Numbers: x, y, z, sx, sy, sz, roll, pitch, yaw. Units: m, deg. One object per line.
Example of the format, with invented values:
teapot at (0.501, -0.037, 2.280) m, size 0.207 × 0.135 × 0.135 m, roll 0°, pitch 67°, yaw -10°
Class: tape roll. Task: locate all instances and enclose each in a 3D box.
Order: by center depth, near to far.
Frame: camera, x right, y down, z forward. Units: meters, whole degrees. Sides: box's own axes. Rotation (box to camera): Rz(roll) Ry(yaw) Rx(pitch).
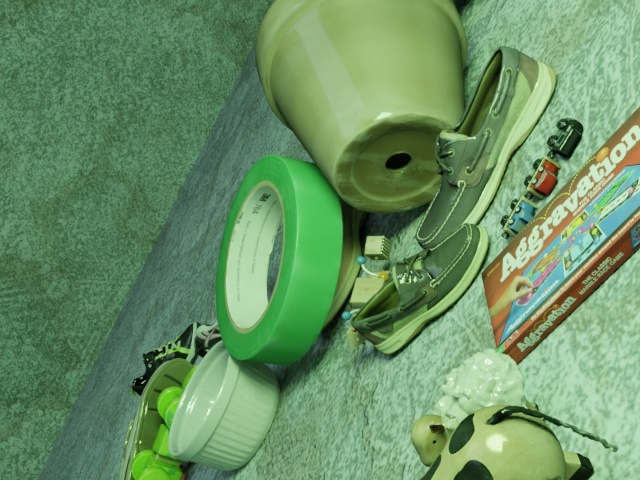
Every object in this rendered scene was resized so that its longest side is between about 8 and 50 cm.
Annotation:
tape roll at (-0.071, 0.030, 1.459) m, size 0.321 × 0.077 × 0.321 m, roll -37°, pitch 49°, yaw 57°

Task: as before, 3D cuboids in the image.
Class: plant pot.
plant pot at (0.082, -0.202, 1.364) m, size 0.323 × 0.323 × 0.280 m, roll -49°, pitch 37°, yaw 33°

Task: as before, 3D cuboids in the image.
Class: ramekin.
ramekin at (-0.154, 0.278, 1.543) m, size 0.207 × 0.109 × 0.207 m, roll -52°, pitch 19°, yaw 26°

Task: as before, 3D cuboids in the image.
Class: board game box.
board game box at (0.268, -0.013, 0.951) m, size 0.281 × 0.027 × 0.145 m, roll -51°, pitch 19°, yaw 29°

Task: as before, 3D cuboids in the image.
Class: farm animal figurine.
farm animal figurine at (0.097, 0.264, 0.758) m, size 0.326 × 0.172 × 0.330 m, roll -59°, pitch 18°, yaw 6°

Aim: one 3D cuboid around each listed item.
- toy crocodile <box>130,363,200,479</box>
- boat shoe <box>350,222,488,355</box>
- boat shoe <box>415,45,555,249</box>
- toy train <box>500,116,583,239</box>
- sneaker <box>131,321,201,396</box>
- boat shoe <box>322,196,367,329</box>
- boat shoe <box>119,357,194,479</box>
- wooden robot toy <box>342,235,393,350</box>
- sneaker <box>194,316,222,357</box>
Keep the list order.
toy crocodile at (-0.274, 0.387, 1.750) m, size 0.340 × 0.105 × 0.115 m, roll -67°, pitch 18°, yaw -4°
boat shoe at (0.119, 0.057, 1.177) m, size 0.223 × 0.073 × 0.080 m, roll -50°, pitch 21°, yaw 32°
boat shoe at (0.192, -0.116, 1.208) m, size 0.285 × 0.092 × 0.103 m, roll -59°, pitch 19°, yaw 9°
toy train at (0.254, -0.069, 1.077) m, size 0.158 × 0.027 × 0.036 m, roll -60°, pitch 28°, yaw 2°
sneaker at (-0.351, 0.273, 2.115) m, size 0.234 × 0.097 × 0.084 m, roll -56°, pitch 19°, yaw 16°
boat shoe at (0.000, 0.000, 1.534) m, size 0.121 × 0.110 × 0.341 m, roll -43°, pitch 25°, yaw 46°
boat shoe at (-0.341, 0.381, 1.899) m, size 0.103 × 0.113 × 0.302 m, roll -27°, pitch 38°, yaw 51°
wooden robot toy at (0.090, 0.074, 1.292) m, size 0.079 × 0.076 × 0.173 m, roll -4°, pitch 51°, yaw 28°
sneaker at (-0.208, 0.206, 1.878) m, size 0.178 × 0.072 × 0.077 m, roll 133°, pitch 147°, yaw -53°
